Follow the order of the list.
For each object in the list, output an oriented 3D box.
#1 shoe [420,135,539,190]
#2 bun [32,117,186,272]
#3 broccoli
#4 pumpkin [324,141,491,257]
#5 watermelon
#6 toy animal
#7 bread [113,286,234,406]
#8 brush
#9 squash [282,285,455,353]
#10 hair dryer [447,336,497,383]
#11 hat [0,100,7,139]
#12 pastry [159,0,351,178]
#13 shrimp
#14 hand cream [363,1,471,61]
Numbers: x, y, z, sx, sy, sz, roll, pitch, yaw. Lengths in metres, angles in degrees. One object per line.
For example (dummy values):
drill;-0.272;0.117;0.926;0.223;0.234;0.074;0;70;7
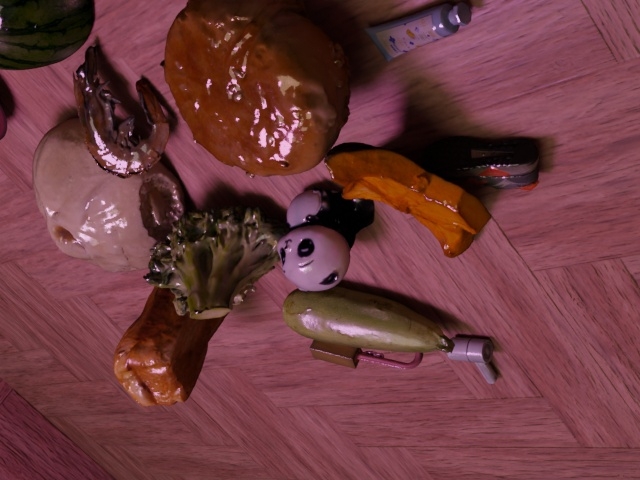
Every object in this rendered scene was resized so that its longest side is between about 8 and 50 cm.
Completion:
shoe;0.247;-0.110;1.414;0.194;0.074;0.077;3;141;33
bun;-0.461;-0.069;1.900;0.364;0.202;0.364;23;143;18
broccoli;-0.197;0.063;1.801;0.247;0.246;0.288;21;140;-29
pumpkin;0.140;-0.070;1.453;0.258;0.095;0.290;26;176;6
watermelon;-0.575;-0.411;1.594;0.330;0.189;0.331;26;148;18
toy animal;0.000;0.000;1.657;0.138;0.179;0.166;31;155;-24
bread;-0.312;0.186;1.973;0.148;0.344;0.195;1;134;24
brush;0.104;0.223;1.904;0.233;0.103;0.047;12;143;25
squash;0.089;0.159;1.826;0.370;0.118;0.118;8;139;28
hair dryer;0.314;0.242;1.818;0.082;0.047;0.137;-1;141;39
hat;-0.739;-0.297;1.935;0.205;0.089;0.205;18;138;17
pastry;-0.086;-0.249;1.392;0.315;0.184;0.285;32;133;19
shrimp;-0.370;-0.236;1.700;0.173;0.058;0.253;-1;110;6
hand cream;0.137;-0.296;1.293;0.170;0.043;0.065;-10;128;47
